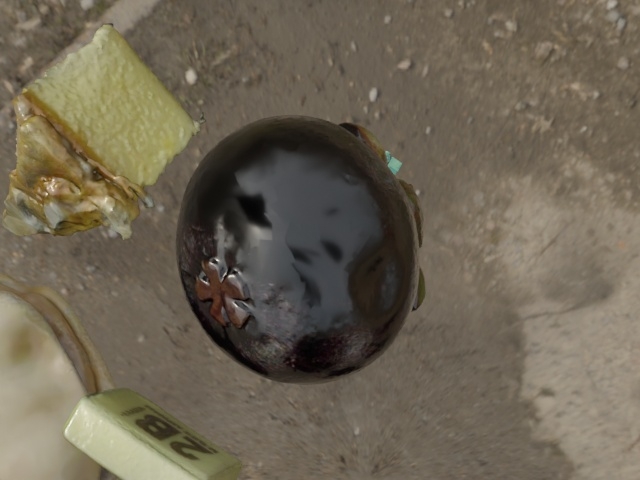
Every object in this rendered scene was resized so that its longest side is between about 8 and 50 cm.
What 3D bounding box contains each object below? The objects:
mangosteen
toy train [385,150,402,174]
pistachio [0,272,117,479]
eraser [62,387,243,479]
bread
[{"bbox_3d":[0.000,0.000,1.017,0.302,0.275,0.275,-27,73,-41],"label":"mangosteen"},{"bbox_3d":[0.091,-0.097,1.550,0.045,0.029,0.092,31,82,-28],"label":"toy train"},{"bbox_3d":[-0.427,0.263,1.316,0.365,0.281,0.445,-10,87,23],"label":"pistachio"},{"bbox_3d":[-0.180,0.227,1.070,0.172,0.117,0.058,30,97,16],"label":"eraser"},{"bbox_3d":[-0.190,-0.075,0.774,0.127,0.152,0.147,50,48,-21],"label":"bread"}]
